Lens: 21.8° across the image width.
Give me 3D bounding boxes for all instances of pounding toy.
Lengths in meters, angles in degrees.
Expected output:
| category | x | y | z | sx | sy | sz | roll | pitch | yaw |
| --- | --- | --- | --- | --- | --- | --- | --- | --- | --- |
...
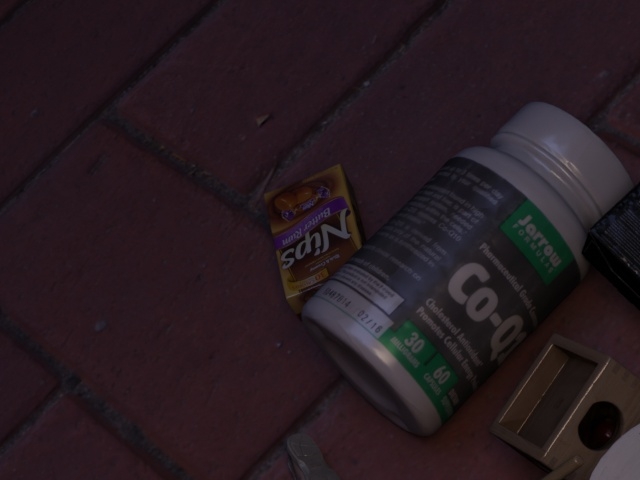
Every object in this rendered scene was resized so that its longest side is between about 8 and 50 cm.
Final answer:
| category | x | y | z | sx | sy | sz | roll | pitch | yaw |
| --- | --- | --- | --- | --- | --- | --- | --- | --- | --- |
| pounding toy | 0.252 | 0.218 | 1.685 | 0.206 | 0.094 | 0.181 | -55 | 20 | -4 |

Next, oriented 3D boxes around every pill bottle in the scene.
| category | x | y | z | sx | sy | sz | roll | pitch | yaw |
| --- | --- | --- | --- | --- | --- | --- | --- | --- | --- |
| pill bottle | 0.169 | 0.026 | 1.854 | 0.361 | 0.204 | 0.204 | -45 | 47 | -12 |

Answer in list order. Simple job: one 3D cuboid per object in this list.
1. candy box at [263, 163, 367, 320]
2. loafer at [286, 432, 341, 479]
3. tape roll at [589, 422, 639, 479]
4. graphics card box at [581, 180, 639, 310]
| category | x | y | z | sx | sy | sz | roll | pitch | yaw |
| --- | --- | --- | --- | --- | --- | --- | --- | --- | --- |
| candy box | 0.000 | 0.000 | 2.070 | 0.109 | 0.053 | 0.187 | -22 | 47 | 8 |
| loafer | -0.006 | 0.272 | 1.860 | 0.045 | 0.039 | 0.125 | -7 | 44 | -23 |
| tape roll | 0.379 | 0.294 | 1.539 | 0.286 | 0.100 | 0.286 | -3 | 52 | 3 |
| graphics card box | 0.487 | -0.039 | 1.760 | 0.371 | 0.094 | 0.233 | -42 | 76 | -11 |
